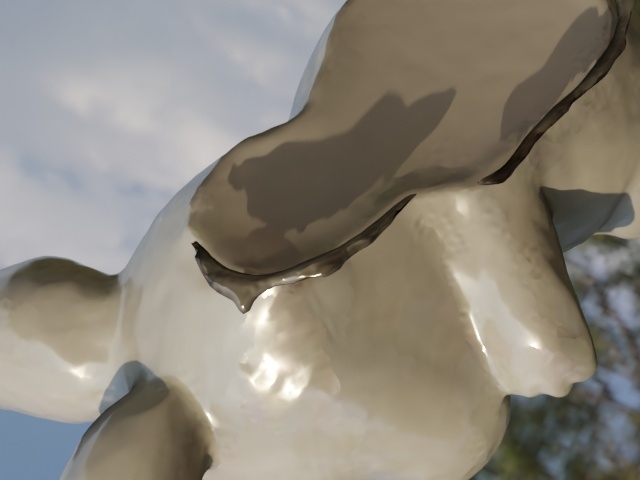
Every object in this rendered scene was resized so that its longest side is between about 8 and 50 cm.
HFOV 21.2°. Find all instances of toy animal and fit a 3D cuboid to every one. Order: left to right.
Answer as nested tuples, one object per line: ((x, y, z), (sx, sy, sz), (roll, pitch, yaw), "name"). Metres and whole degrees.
((0.006, 0.002, 0.647), (0.325, 0.154, 0.208), (-24, -132, -8), "toy animal")
